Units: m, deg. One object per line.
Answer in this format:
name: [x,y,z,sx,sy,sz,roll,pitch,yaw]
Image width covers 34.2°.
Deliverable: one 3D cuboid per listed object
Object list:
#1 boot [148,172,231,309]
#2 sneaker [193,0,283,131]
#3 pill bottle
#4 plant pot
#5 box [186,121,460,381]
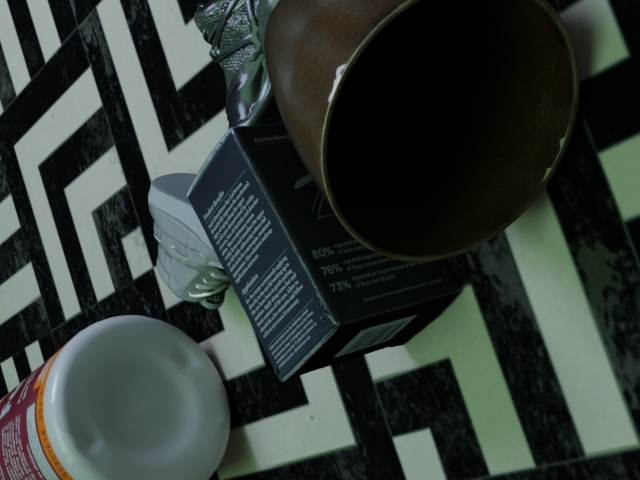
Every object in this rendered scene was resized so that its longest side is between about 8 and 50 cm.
boot: [-0.104,0.019,1.124,0.258,0.095,0.123,31,128,51]
sneaker: [-0.067,-0.164,1.029,0.130,0.087,0.228,28,116,45]
pill bottle: [-0.298,0.258,1.295,0.392,0.224,0.224,-35,72,47]
plant pot: [0.049,-0.130,0.832,0.230,0.215,0.215,46,132,52]
box: [0.000,0.000,0.938,0.108,0.153,0.207,-49,61,44]
